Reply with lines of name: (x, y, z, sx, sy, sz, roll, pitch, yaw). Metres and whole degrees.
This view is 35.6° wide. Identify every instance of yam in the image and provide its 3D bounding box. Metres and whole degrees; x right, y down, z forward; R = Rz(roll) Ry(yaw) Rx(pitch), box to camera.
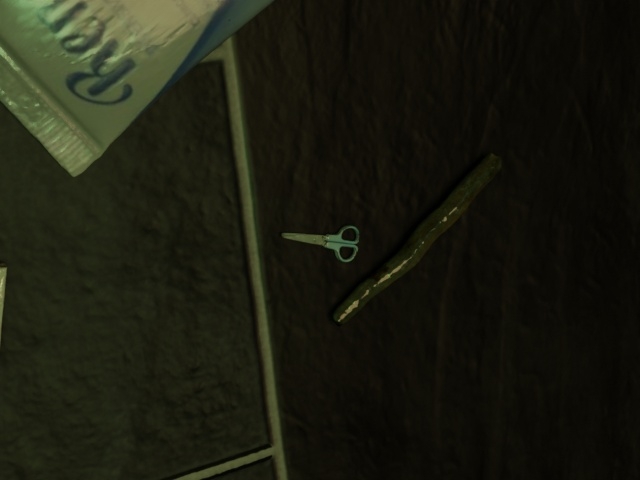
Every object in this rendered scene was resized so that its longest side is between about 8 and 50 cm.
yam: (0.097, 0.000, 0.969, 0.027, 0.029, 0.234, 46, 78, 0)

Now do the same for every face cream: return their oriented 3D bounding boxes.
face cream: (-0.109, -0.268, 0.770, 0.420, 0.137, 0.234, -41, 118, -3)

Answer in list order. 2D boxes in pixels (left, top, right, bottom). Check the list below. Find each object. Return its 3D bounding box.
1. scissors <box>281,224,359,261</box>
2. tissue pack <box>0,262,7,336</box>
scissors: (0.000, 0.000, 0.925, 0.083, 0.006, 0.036, 7, 98, -30)
tissue pack: (-0.278, 0.070, 0.777, 0.056, 0.023, 0.108, 5, 98, -29)
